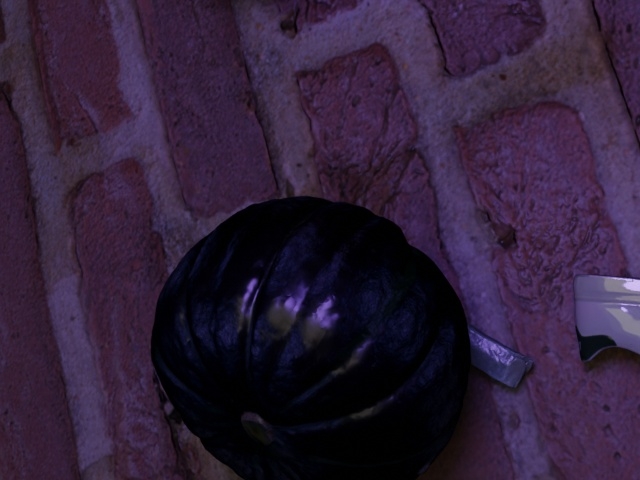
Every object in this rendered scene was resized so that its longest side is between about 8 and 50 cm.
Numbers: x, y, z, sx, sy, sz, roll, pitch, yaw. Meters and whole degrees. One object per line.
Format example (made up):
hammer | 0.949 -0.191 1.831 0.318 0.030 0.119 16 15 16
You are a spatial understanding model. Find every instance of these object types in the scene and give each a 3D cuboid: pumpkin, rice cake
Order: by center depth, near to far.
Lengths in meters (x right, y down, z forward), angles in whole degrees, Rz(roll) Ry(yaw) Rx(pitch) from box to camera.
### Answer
pumpkin | -0.012 0.124 1.048 0.363 0.363 0.266 12 44 24
rice cake | 0.145 0.100 1.145 0.245 0.042 0.045 31 100 24

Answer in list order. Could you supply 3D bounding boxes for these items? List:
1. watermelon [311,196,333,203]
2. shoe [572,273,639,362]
watermelon | 0.000 0.000 1.190 0.133 0.105 0.105 17 89 19
shoe | 0.404 0.098 1.013 0.265 0.095 0.110 7 91 29
